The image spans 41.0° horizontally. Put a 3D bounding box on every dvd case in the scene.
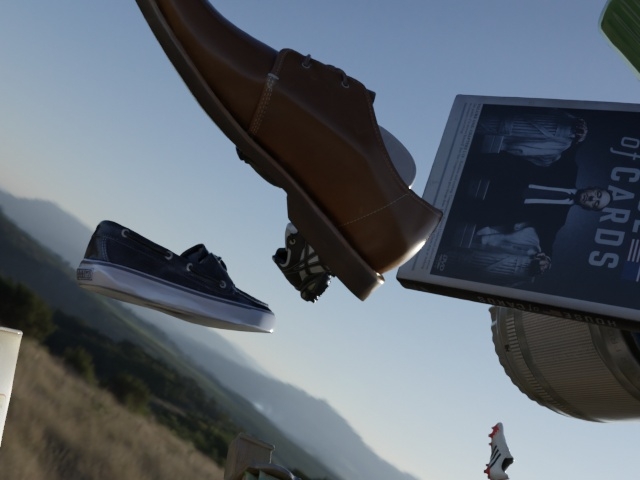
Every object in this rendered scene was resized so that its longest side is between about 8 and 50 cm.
[{"bbox_3d":[0.193,-0.027,0.668,0.238,0.179,0.029,9,-20,33],"label":"dvd case"}]

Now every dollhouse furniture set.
[{"bbox_3d":[-0.107,0.229,0.793,0.161,0.182,0.101,27,-52,-19],"label":"dollhouse furniture set"}]

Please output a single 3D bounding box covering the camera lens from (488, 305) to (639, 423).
[{"bbox_3d":[0.321,0.075,0.874,0.219,0.219,0.274,36,-18,-4],"label":"camera lens"}]

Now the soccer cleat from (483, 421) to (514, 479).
[{"bbox_3d":[0.238,0.277,1.122,0.035,0.083,0.029,-8,-45,32],"label":"soccer cleat"}]

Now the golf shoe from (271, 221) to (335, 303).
[{"bbox_3d":[0.000,0.000,1.080,0.094,0.077,0.198,39,-47,0],"label":"golf shoe"}]

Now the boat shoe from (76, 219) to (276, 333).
[{"bbox_3d":[-0.130,0.037,0.843,0.228,0.076,0.080,21,-17,-37],"label":"boat shoe"}]

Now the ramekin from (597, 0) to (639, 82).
[{"bbox_3d":[0.461,-0.289,0.962,0.148,0.303,0.303,49,-7,12],"label":"ramekin"}]

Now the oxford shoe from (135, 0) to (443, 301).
[{"bbox_3d":[-0.018,-0.071,0.438,0.212,0.076,0.076,49,6,-15],"label":"oxford shoe"}]

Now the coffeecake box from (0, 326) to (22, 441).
[{"bbox_3d":[-0.208,0.115,0.325,0.142,0.185,0.068,4,-11,20],"label":"coffeecake box"}]

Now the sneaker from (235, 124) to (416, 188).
[{"bbox_3d":[0.005,-0.095,1.009,0.217,0.079,0.121,23,-22,6],"label":"sneaker"}]
